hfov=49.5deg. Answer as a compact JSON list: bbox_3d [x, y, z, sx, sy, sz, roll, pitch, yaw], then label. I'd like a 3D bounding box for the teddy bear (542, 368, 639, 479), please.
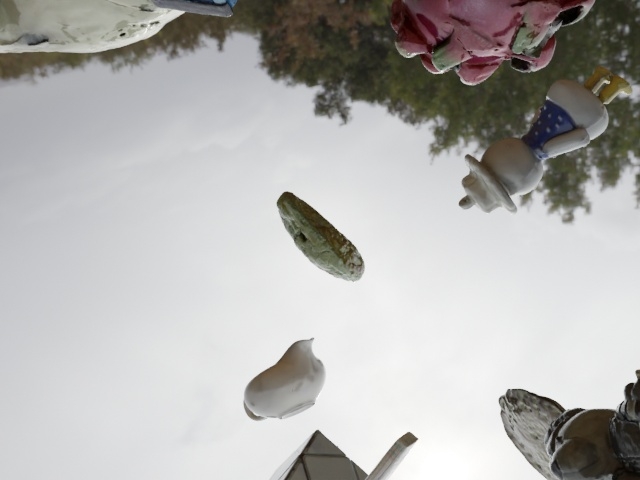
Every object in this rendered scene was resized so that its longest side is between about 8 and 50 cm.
[{"bbox_3d":[0.361,0.264,0.821,0.144,0.171,0.251,-10,153,-35],"label":"teddy bear"}]

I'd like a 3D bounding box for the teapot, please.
[{"bbox_3d":[-0.063,0.253,1.176,0.145,0.092,0.226,1,146,-46],"label":"teapot"}]

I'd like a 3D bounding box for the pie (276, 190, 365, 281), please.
[{"bbox_3d":[0.000,0.000,1.516,0.090,0.248,0.201,-46,164,7],"label":"pie"}]

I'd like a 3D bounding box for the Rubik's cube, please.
[{"bbox_3d":[-0.022,0.598,1.568,0.205,0.205,0.207,-51,175,32],"label":"Rubik's cube"}]

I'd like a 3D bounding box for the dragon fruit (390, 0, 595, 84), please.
[{"bbox_3d":[0.192,-0.283,0.722,0.273,0.218,0.198,-17,-179,32],"label":"dragon fruit"}]

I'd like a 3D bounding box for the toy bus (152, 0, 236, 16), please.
[{"bbox_3d":[-0.082,-0.288,0.577,0.090,0.106,0.184,15,-111,28],"label":"toy bus"}]

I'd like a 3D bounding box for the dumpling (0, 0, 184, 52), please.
[{"bbox_3d":[-0.249,-0.323,0.718,0.318,0.242,0.187,-22,-173,4],"label":"dumpling"}]

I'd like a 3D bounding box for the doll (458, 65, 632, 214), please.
[{"bbox_3d":[0.325,-0.143,1.041,0.293,0.119,0.138,-41,-149,9],"label":"doll"}]

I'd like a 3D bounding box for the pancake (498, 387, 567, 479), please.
[{"bbox_3d":[0.360,0.313,1.062,0.029,0.212,0.235,-36,-158,-20],"label":"pancake"}]

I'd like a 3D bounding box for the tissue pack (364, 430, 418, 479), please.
[{"bbox_3d":[0.098,0.328,1.015,0.023,0.108,0.056,40,-166,22],"label":"tissue pack"}]
